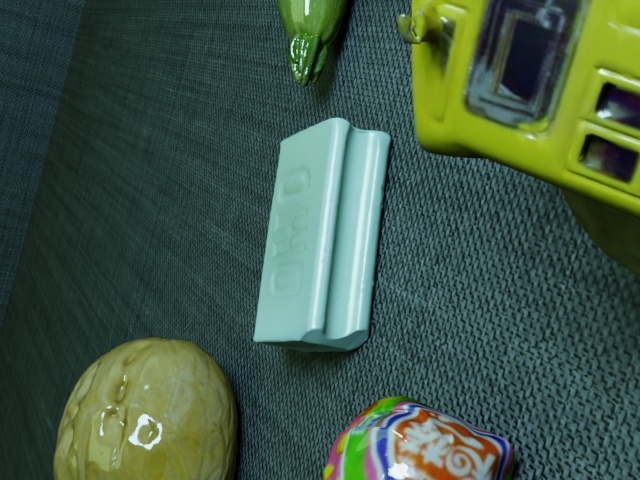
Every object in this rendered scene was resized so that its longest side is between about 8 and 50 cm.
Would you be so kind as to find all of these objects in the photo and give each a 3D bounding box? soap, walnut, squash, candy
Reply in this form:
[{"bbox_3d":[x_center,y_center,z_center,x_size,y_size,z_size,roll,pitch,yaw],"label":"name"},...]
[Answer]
[{"bbox_3d":[0.000,0.000,0.815,0.119,0.066,0.198,-14,66,62],"label":"soap"},{"bbox_3d":[-0.180,0.209,0.942,0.195,0.195,0.222,-36,40,51],"label":"walnut"},{"bbox_3d":[-0.007,-0.310,0.940,0.094,0.094,0.341,-38,44,50],"label":"squash"},{"bbox_3d":[0.018,0.230,0.671,0.365,0.124,0.124,122,148,-51],"label":"candy"}]

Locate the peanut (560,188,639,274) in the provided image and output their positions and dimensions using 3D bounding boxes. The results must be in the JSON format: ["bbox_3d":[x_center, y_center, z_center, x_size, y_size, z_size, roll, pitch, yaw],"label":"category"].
[{"bbox_3d":[0.162,-0.089,0.501,0.125,0.111,0.274,-56,34,27],"label":"peanut"}]

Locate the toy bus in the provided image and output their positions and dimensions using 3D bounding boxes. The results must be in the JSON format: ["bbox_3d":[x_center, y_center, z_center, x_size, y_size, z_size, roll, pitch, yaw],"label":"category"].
[{"bbox_3d":[0.145,-0.078,0.322,0.331,0.145,0.151,25,120,24],"label":"toy bus"}]
